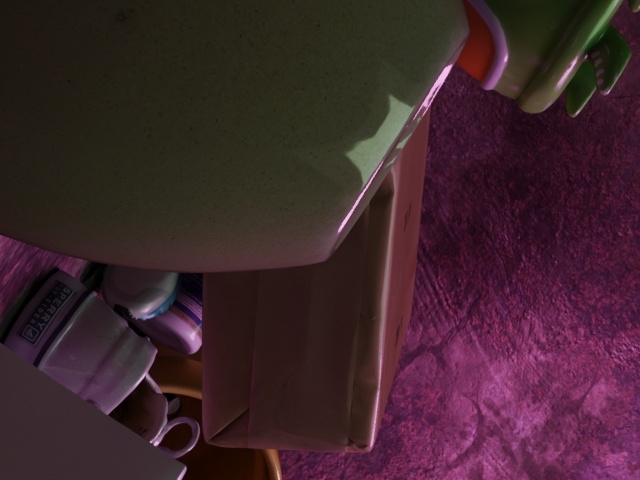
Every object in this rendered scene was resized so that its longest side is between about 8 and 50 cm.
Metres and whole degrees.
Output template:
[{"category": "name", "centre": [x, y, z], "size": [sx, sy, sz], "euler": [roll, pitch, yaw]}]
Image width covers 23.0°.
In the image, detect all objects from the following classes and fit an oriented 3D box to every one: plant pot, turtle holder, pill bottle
[{"category": "plant pot", "centre": [-0.042, -0.095, 0.749], "size": [0.284, 0.191, 0.284], "euler": [-58, 177, -4]}, {"category": "turtle holder", "centre": [0.222, -0.289, 1.464], "size": [0.320, 0.227, 0.243], "euler": [-59, 178, 17]}, {"category": "plant pot", "centre": [-0.173, 0.223, 1.718], "size": [0.254, 0.254, 0.239], "euler": [-58, -167, 15]}, {"category": "pill bottle", "centre": [-0.125, 0.027, 1.650], "size": [0.169, 0.094, 0.094], "euler": [-57, 177, -20]}]

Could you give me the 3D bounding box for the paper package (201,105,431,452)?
[{"category": "paper package", "centre": [0.000, 0.000, 1.486], "size": [0.325, 0.168, 0.309], "euler": [-68, 163, -67]}]

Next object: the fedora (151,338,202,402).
[{"category": "fedora", "centre": [-0.084, 0.126, 1.982], "size": [0.334, 0.152, 0.334], "euler": [-44, -164, 16]}]

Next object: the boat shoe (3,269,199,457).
[{"category": "boat shoe", "centre": [-0.183, 0.148, 1.333], "size": [0.136, 0.156, 0.367], "euler": [-56, 177, -27]}]

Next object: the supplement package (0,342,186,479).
[{"category": "supplement package", "centre": [-0.239, 0.239, 1.155], "size": [0.177, 0.175, 0.293], "euler": [-55, 176, -33]}]

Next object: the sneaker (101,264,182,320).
[{"category": "sneaker", "centre": [-0.137, -0.017, 1.378], "size": [0.083, 0.071, 0.190], "euler": [107, 5, -55]}]
